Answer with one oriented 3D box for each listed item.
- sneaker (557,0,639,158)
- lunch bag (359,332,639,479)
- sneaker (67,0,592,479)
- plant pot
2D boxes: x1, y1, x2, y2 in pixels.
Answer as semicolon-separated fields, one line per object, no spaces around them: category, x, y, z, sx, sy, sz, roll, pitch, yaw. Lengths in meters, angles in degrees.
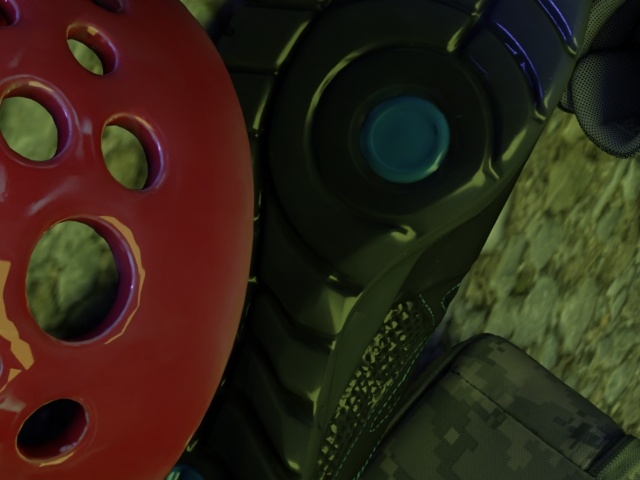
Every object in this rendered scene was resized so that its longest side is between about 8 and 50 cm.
sneaker;0.190;-0.060;0.964;0.153;0.101;0.268;-33;132;-28
lunch bag;0.087;0.240;0.910;0.305;0.256;0.212;-49;160;-12
sneaker;0.000;0.000;0.801;0.340;0.125;0.140;-59;169;3
plant pot;-0.143;-0.006;0.548;0.174;0.191;0.191;13;107;-44
